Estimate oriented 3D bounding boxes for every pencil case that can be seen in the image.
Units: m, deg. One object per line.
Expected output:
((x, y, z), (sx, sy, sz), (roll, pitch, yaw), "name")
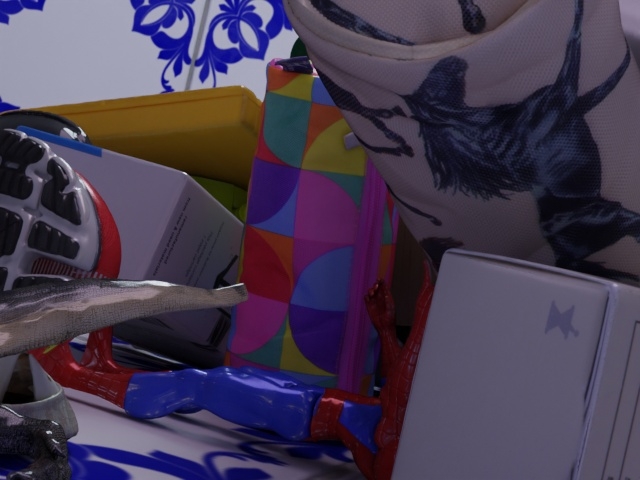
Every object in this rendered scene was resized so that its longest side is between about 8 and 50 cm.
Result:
((0.000, 0.000, 0.981), (0.104, 0.236, 0.104), (8, 11, -2), "pencil case")
((0.120, -0.026, 0.901), (0.183, 0.160, 0.410), (-109, 173, -49), "pencil case")

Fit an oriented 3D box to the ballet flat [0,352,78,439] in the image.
((-0.146, 0.069, 0.713), (0.057, 0.052, 0.168), (13, 2, 12), "ballet flat")

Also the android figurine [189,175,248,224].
((-0.150, -0.006, 1.576), (0.248, 0.056, 0.273), (13, -17, -26), "android figurine")

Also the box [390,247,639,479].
((0.198, 0.103, 0.801), (0.311, 0.148, 0.121), (14, 1, -34), "box")

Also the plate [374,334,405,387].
((-0.006, 0.057, 1.231), (0.188, 0.024, 0.188), (24, -20, 9), "plate")

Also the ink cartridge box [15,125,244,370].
((-0.114, 0.016, 1.078), (0.148, 0.086, 0.203), (16, -14, 30), "ink cartridge box")

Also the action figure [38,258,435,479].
((-0.010, 0.057, 0.889), (0.280, 0.139, 0.091), (17, 5, 20), "action figure")

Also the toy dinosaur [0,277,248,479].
((-0.146, 0.053, 0.595), (0.268, 0.064, 0.118), (-3, 40, -16), "toy dinosaur")

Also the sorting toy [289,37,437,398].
((0.046, -0.005, 1.061), (0.132, 0.274, 0.046), (3, 13, 6), "sorting toy")

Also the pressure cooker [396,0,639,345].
((0.279, -0.022, 1.250), (0.420, 0.375, 0.370), (20, 6, 9), "pressure cooker")

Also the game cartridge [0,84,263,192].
((-0.127, -0.064, 1.559), (0.285, 0.052, 0.324), (-4, -20, 24), "game cartridge")

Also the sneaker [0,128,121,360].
((-0.164, 0.017, 0.835), (0.118, 0.107, 0.279), (24, -18, -31), "sneaker")

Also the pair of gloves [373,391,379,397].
((0.033, 0.116, 1.159), (0.083, 0.010, 0.074), (12, 2, 38), "pair of gloves")

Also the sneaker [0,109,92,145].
((-0.344, -0.038, 1.332), (0.331, 0.122, 0.146), (-4, 6, 25), "sneaker")
